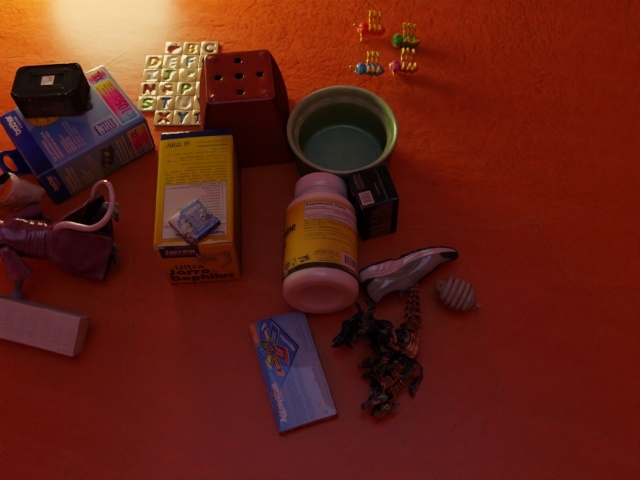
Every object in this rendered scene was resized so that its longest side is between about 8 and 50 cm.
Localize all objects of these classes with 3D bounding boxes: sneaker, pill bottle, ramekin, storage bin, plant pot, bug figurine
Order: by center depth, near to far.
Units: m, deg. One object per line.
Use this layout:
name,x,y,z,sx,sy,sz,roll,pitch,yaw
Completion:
pill bottle,0.000,0.000,1.744,0.187,0.188,0.334,0,55,1
sneaker,0.228,0.083,1.759,0.271,0.100,0.108,-19,85,-12
sneaker,-0.833,-0.110,1.858,0.262,0.121,0.099,-4,73,46
storage bin,-0.738,-0.412,1.897,0.180,0.084,0.122,-4,58,2
ramekin,0.061,-0.267,1.923,0.303,0.148,0.303,-1,60,1
plant pot,-0.219,-0.383,1.941,0.267,0.236,0.267,-6,61,-3
bug figurine,0.203,-0.591,2.150,0.216,0.072,0.279,7,56,-1

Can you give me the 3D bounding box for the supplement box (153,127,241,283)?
supplement box,-0.311,-0.090,1.805,0.194,0.195,0.357,-4,59,0

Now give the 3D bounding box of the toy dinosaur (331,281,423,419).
toy dinosaur,0.158,0.251,1.646,0.218,0.164,0.322,29,48,-9

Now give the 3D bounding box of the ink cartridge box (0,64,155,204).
ink cartridge box,-0.711,-0.288,1.960,0.395,0.151,0.270,-35,65,-15

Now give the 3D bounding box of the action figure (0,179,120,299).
action figure,-0.696,0.006,1.731,0.370,0.276,0.248,0,65,-14

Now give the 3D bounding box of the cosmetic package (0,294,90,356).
cosmetic package,-0.695,0.208,1.702,0.239,0.060,0.099,13,90,9

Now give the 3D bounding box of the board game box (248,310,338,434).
board game box,-0.069,0.310,1.663,0.145,0.027,0.281,-15,61,-9

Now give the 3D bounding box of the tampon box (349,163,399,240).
tampon box,0.138,-0.099,1.816,0.101,0.161,0.120,-15,59,-6

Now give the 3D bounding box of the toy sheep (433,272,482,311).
toy sheep,0.343,0.135,1.722,0.132,0.091,0.091,24,63,9

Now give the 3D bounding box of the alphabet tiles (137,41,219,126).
alphabet tiles,-0.412,-0.490,2.144,0.285,0.011,0.343,0,60,2

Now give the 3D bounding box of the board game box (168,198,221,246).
board game box,-0.301,-0.044,1.652,0.090,0.020,0.090,-40,65,-19
